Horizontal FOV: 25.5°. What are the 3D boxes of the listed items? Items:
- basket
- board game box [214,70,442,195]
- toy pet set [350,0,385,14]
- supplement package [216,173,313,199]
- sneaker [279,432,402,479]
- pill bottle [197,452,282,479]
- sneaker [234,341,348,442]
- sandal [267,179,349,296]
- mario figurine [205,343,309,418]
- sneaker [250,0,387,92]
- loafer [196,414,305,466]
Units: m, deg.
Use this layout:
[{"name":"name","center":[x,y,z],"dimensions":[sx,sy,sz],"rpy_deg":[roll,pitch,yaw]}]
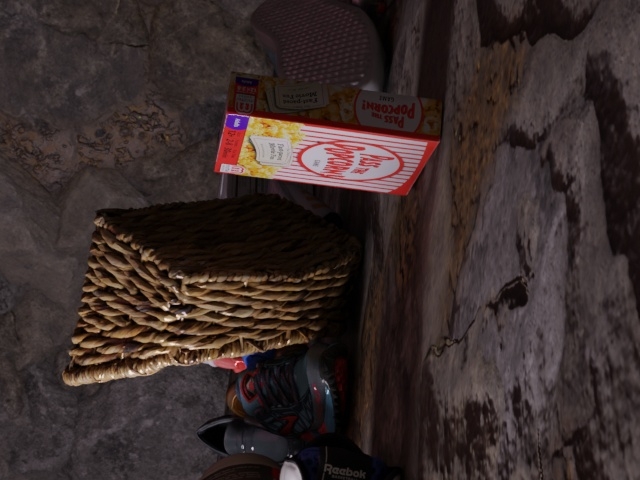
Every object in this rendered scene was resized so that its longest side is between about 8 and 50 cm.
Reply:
[{"name":"basket","center":[-0.109,0.089,1.621],"dimensions":[0.213,0.299,0.223],"rpy_deg":[30,115,37]},{"name":"board game box","center":[0.003,-0.097,1.323],"dimensions":[0.147,0.193,0.045],"rpy_deg":[114,162,-70]},{"name":"toy pet set","center":[0.052,-0.353,1.742],"dimensions":[0.114,0.065,0.122],"rpy_deg":[-98,17,-66]},{"name":"supplement package","center":[-0.098,-0.048,2.353],"dimensions":[0.262,0.145,0.204],"rpy_deg":[-91,11,-55]},{"name":"sneaker","center":[-0.002,0.283,1.238],"dimensions":[0.315,0.127,0.182],"rpy_deg":[-89,7,-53]},{"name":"pill bottle","center":[-0.081,0.358,1.625],"dimensions":[0.318,0.176,0.176],"rpy_deg":[-116,34,-77]},{"name":"sneaker","center":[-0.038,0.186,1.666],"dimensions":[0.262,0.125,0.104],"rpy_deg":[112,163,-66]},{"name":"sandal","center":[-0.001,0.010,1.821],"dimensions":[0.265,0.076,0.102],"rpy_deg":[-127,36,-50]},{"name":"mario figurine","center":[-0.095,0.118,1.986],"dimensions":[0.320,0.198,0.170],"rpy_deg":[-108,14,-66]},{"name":"sneaker","center":[0.022,-0.207,1.764],"dimensions":[0.150,0.135,0.366],"rpy_deg":[57,-176,-29]},{"name":"loafer","center":[-0.100,0.288,2.022],"dimensions":[0.223,0.078,0.076],"rpy_deg":[-1,90,56]}]
